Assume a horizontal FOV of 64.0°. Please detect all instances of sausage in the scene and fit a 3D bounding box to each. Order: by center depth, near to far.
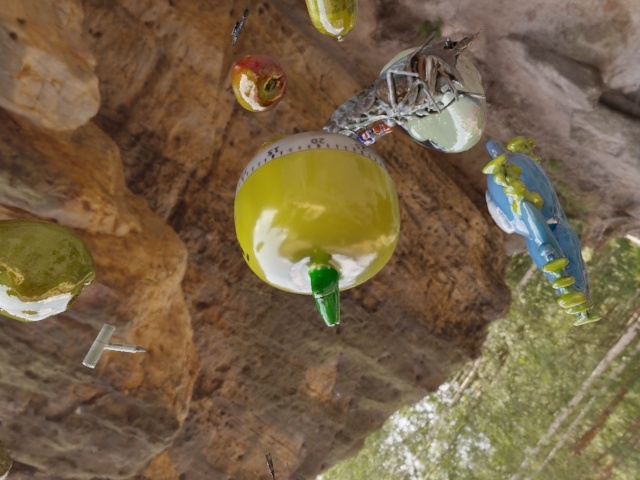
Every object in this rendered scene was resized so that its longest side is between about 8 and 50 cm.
[{"bbox_3d":[0.011,-0.615,1.153,0.123,0.123,0.347,39,158,36],"label":"sausage"}]

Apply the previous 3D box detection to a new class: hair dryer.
[{"bbox_3d":[-0.689,0.378,1.746,0.183,0.155,0.044,18,151,5],"label":"hair dryer"}]

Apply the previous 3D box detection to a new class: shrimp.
[{"bbox_3d":[0.155,-0.265,0.986,0.166,0.410,0.221,64,178,6],"label":"shrimp"}]

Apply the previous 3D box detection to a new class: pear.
[{"bbox_3d":[-0.826,0.070,1.414,0.375,0.287,0.287,24,-167,-19],"label":"pear"}]

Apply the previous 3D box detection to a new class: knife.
[{"bbox_3d":[-0.197,-0.523,1.245,0.021,0.046,0.222,26,174,-17],"label":"knife"}]

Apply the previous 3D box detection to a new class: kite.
[{"bbox_3d":[-0.136,0.793,1.613,0.198,0.006,0.244,-21,-88,-50],"label":"kite"}]

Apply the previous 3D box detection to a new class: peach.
[{"bbox_3d":[-0.202,-0.507,1.644,0.197,0.197,0.197,29,-169,-6],"label":"peach"}]

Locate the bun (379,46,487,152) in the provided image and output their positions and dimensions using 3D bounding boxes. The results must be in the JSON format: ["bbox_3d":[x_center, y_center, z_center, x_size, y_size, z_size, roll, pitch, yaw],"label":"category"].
[{"bbox_3d":[0.293,-0.366,1.252,0.293,0.187,0.293,34,165,11],"label":"bun"}]

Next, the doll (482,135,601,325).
[{"bbox_3d":[0.334,-0.015,0.788,0.341,0.098,0.346,59,-151,-15],"label":"doll"}]

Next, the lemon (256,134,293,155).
[{"bbox_3d":[-0.096,-0.225,1.662,0.228,0.228,0.253,36,-163,27],"label":"lemon"}]

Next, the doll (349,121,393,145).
[{"bbox_3d":[0.068,-0.209,1.129,0.062,0.194,0.104,59,-167,-11],"label":"doll"}]

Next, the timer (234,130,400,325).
[{"bbox_3d":[0.000,0.000,0.780,0.285,0.285,0.285,29,-169,-6],"label":"timer"}]

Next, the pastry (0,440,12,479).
[{"bbox_3d":[-0.589,0.406,0.751,0.121,0.236,0.257,46,174,4],"label":"pastry"}]
